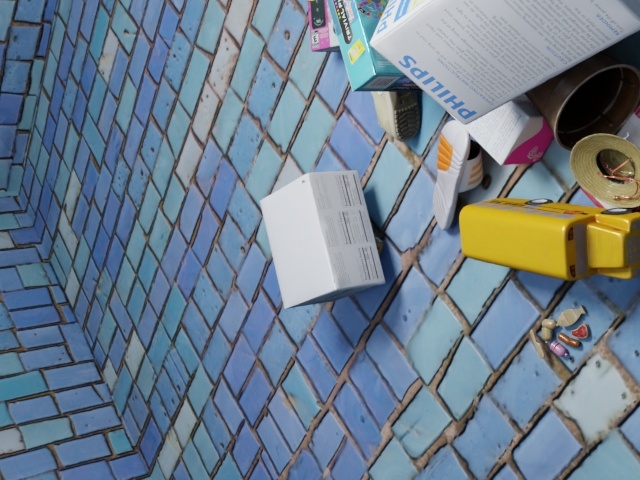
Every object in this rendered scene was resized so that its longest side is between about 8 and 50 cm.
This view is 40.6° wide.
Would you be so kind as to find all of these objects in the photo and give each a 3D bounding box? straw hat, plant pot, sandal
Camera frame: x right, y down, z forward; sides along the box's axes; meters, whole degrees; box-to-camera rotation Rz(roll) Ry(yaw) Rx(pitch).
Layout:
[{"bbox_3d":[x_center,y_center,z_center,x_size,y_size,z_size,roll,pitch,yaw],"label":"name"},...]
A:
[{"bbox_3d":[0.481,-0.127,1.396,0.144,0.061,0.144,28,144,23],"label":"straw hat"},{"bbox_3d":[0.417,-0.263,1.443,0.165,0.167,0.167,60,138,41],"label":"plant pot"},{"bbox_3d":[0.277,-0.132,1.715,0.265,0.076,0.102,94,162,-48],"label":"sandal"}]

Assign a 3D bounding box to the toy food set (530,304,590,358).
[{"bbox_3d":[0.444,0.171,1.580,0.122,0.019,0.078,-31,71,42],"label":"toy food set"}]

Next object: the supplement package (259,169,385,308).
[{"bbox_3d":[0.000,0.000,1.934,0.204,0.145,0.262,-25,75,51],"label":"supplement package"}]

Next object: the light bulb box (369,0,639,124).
[{"bbox_3d":[0.315,-0.429,1.347,0.361,0.225,0.358,-26,34,52],"label":"light bulb box"}]

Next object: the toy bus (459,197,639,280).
[{"bbox_3d":[0.397,-0.005,1.499,0.332,0.130,0.108,15,113,59],"label":"toy bus"}]

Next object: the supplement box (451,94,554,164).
[{"bbox_3d":[0.325,-0.249,1.591,0.220,0.111,0.114,53,134,34],"label":"supplement box"}]

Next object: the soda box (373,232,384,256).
[{"bbox_3d":[0.067,-0.015,2.012,0.181,0.058,0.061,43,127,41],"label":"soda box"}]

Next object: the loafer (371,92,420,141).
[{"bbox_3d":[0.145,-0.341,1.810,0.092,0.102,0.269,15,114,50],"label":"loafer"}]

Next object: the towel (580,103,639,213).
[{"bbox_3d":[0.567,-0.128,1.355,0.237,0.037,0.329,57,136,32],"label":"towel"}]

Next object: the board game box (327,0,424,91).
[{"bbox_3d":[0.136,-0.457,1.689,0.079,0.253,0.336,-29,72,51],"label":"board game box"}]

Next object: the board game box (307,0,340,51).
[{"bbox_3d":[0.068,-0.578,1.892,0.224,0.097,0.304,3,98,52],"label":"board game box"}]
